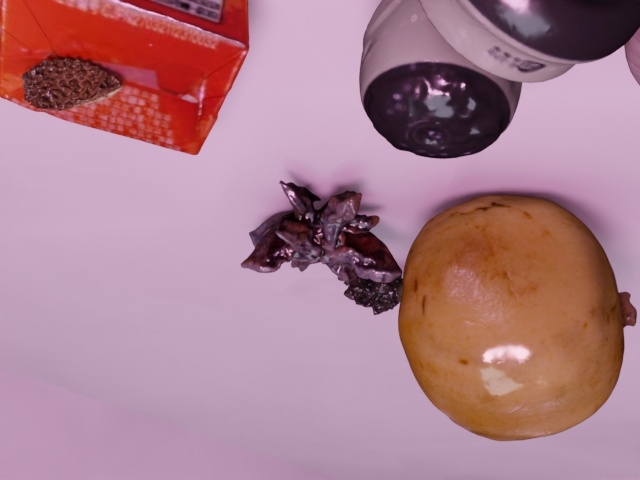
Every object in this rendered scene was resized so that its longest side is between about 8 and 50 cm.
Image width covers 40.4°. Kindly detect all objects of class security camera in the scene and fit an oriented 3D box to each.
[{"bbox_3d":[0.133,-0.189,0.767,0.197,0.191,0.277,15,154,-18],"label":"security camera"}]

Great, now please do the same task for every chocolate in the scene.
[{"bbox_3d":[-0.206,-0.210,0.914,0.237,0.108,0.235,16,153,-13],"label":"chocolate"}]

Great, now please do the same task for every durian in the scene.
[{"bbox_3d":[-0.261,-0.158,0.887,0.130,0.052,0.066,-4,-171,28],"label":"durian"}]

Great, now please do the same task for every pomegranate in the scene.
[{"bbox_3d":[0.264,0.102,1.178,0.332,0.332,0.332,6,154,3],"label":"pomegranate"}]

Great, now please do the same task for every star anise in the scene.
[{"bbox_3d":[-0.005,0.000,1.270,0.212,0.129,0.283,12,165,-19],"label":"star anise"}]

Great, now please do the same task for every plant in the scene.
[{"bbox_3d":[0.125,0.077,1.433,0.174,0.087,0.085,-3,169,4],"label":"plant"}]

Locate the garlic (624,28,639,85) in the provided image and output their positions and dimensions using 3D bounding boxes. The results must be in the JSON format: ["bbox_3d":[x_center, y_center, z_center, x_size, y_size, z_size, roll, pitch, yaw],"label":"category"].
[{"bbox_3d":[0.381,-0.164,0.727,0.207,0.257,0.207,-22,176,-1],"label":"garlic"}]
